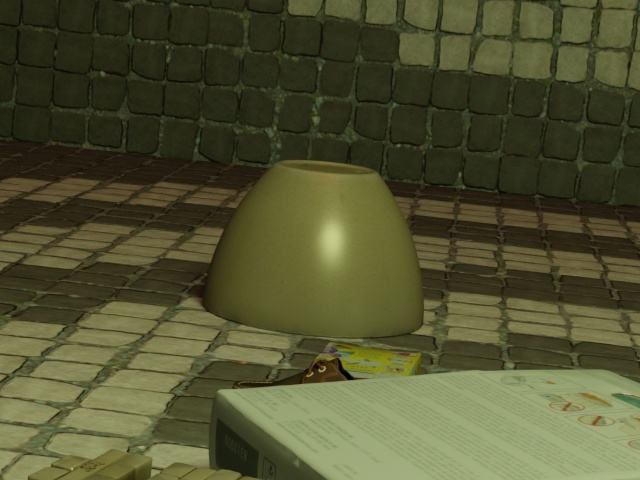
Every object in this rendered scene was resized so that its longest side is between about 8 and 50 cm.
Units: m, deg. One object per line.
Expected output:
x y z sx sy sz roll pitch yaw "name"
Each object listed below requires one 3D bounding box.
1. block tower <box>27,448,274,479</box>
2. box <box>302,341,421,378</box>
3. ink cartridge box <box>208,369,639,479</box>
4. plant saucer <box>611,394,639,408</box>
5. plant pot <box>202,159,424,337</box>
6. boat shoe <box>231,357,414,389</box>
-0.024 0.212 1.065 0.335 0.097 0.091 10 11 18 "block tower"
0.045 0.142 1.708 0.105 0.043 0.179 7 12 10 "box"
0.142 0.183 1.307 0.385 0.091 0.308 -1 10 -24 "ink cartridge box"
0.287 0.178 1.692 0.119 0.021 0.119 6 8 -1 "plant saucer"
0.000 0.000 2.099 0.284 0.191 0.284 6 9 -1 "plant pot"
0.015 0.146 1.569 0.207 0.073 0.073 5 10 7 "boat shoe"
